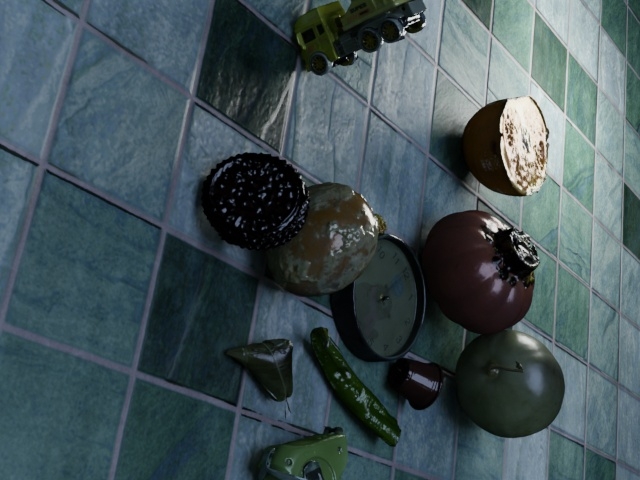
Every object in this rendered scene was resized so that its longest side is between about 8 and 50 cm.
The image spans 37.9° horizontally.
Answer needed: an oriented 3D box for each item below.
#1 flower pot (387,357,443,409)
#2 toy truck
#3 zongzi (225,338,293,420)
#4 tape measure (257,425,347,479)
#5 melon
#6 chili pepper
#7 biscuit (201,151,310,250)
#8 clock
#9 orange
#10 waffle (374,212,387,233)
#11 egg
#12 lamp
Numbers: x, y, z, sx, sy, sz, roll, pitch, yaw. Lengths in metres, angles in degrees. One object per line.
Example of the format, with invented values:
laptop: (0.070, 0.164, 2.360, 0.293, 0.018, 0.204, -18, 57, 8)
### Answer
flower pot: (0.198, 0.301, 2.024, 0.089, 0.111, 0.111, 29, 60, -28)
toy truck: (0.073, -0.445, 1.862, 0.124, 0.272, 0.157, -33, 102, -50)
zongzi: (-0.110, 0.256, 1.682, 0.130, 0.062, 0.154, -9, 107, -32)
tape measure: (-0.029, 0.436, 1.686, 0.200, 0.106, 0.175, 2, 78, -50)
melon: (0.448, 0.341, 2.206, 0.308, 0.271, 0.272, 43, 51, -31)
chili pepper: (0.063, 0.291, 1.861, 0.359, 0.076, 0.085, 54, 18, -36)
biscuit: (-0.113, -0.072, 1.638, 0.053, 0.194, 0.195, 100, 1, -66)
clock: (0.131, 0.120, 1.983, 0.280, 0.055, 0.281, 6, 82, -50)
orange: (0.486, -0.241, 2.374, 0.310, 0.274, 0.274, -90, 162, -77)
waffle: (0.125, -0.016, 2.048, 0.078, 0.016, 0.085, 24, 64, -48)
egg: (0.000, 0.000, 1.739, 0.245, 0.203, 0.203, -47, 120, -33)
lamp: (0.381, 0.063, 2.163, 0.305, 0.239, 0.305, 31, 43, -34)
